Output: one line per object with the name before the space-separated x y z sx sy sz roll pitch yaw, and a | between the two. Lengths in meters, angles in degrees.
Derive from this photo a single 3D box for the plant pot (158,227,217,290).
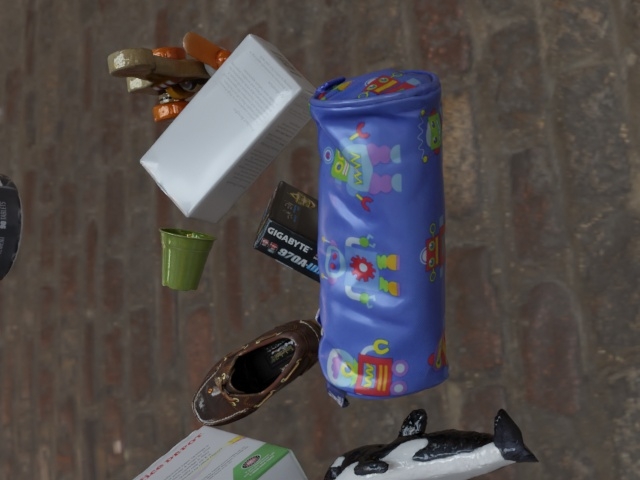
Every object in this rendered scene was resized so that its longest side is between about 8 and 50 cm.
plant pot | -0.193 0.028 1.442 0.083 0.083 0.079 17 100 48

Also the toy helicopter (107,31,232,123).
toy helicopter | -0.268 -0.314 1.903 0.235 0.355 0.140 -8 90 19

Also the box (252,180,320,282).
box | 0.000 0.000 1.452 0.051 0.175 0.220 -60 6 16

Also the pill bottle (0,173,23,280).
pill bottle | -0.463 -0.023 1.111 0.130 0.245 0.130 -8 80 48

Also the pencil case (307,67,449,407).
pencil case | 0.051 -0.004 0.938 0.133 0.119 0.306 8 112 28

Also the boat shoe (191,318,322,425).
boat shoe | -0.081 0.152 1.159 0.207 0.073 0.073 -40 79 29

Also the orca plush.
orca plush | 0.120 0.247 1.258 0.287 0.151 0.102 -35 47 42

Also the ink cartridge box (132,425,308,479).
ink cartridge box | -0.162 0.391 1.511 0.278 0.201 0.117 -4 118 58

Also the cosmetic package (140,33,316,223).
cosmetic package | -0.117 -0.144 1.355 0.231 0.085 0.117 -46 68 14
